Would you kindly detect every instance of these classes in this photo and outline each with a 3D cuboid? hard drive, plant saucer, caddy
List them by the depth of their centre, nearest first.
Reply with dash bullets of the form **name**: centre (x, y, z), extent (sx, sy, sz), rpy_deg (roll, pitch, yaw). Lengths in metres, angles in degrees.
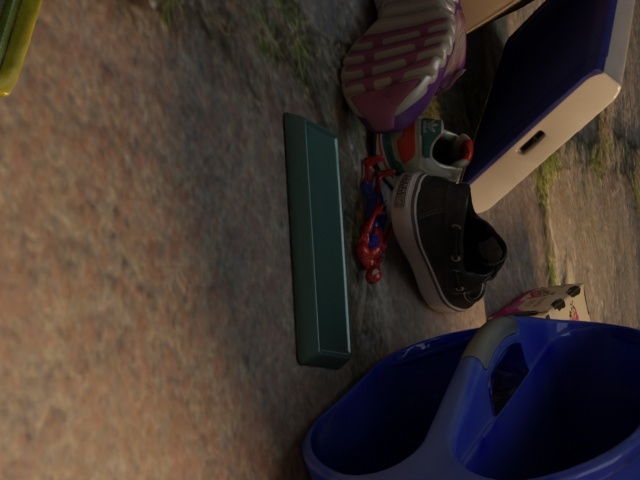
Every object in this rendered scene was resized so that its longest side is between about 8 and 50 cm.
- **caddy**: centre (0.132, 0.147, 0.838), extent (0.341, 0.241, 0.179), rpy_deg (-31, 116, -62)
- **plant saucer**: centre (0.000, 0.000, 0.871), extent (0.067, 0.018, 0.192), rpy_deg (19, 66, -60)
- **hard drive**: centre (0.251, -0.189, 1.231), extent (0.040, 0.210, 0.318), rpy_deg (36, 41, -11)

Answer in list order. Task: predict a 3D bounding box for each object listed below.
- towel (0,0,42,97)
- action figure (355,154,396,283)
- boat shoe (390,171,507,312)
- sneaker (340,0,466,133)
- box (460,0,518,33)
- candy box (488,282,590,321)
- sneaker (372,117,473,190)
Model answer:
- **towel**: centre (-0.207, -0.155, 0.465), extent (0.237, 0.021, 0.102), rpy_deg (32, 57, -44)
- **action figure**: centre (0.047, -0.016, 0.959), extent (0.038, 0.030, 0.115), rpy_deg (50, 41, -53)
- **boat shoe**: centre (0.128, 0.006, 1.021), extent (0.228, 0.076, 0.080), rpy_deg (57, 43, -56)
- **sneaker**: centre (0.088, -0.163, 1.024), extent (0.236, 0.095, 0.104), rpy_deg (-72, 150, -45)
- **box**: centre (0.197, -0.310, 1.172), extent (0.126, 0.149, 0.232), rpy_deg (58, 33, -3)
- **candy box**: centre (0.260, 0.176, 1.260), extent (0.159, 0.071, 0.233), rpy_deg (-18, 98, -63)
- **sneaker**: centre (0.110, -0.060, 1.041), extent (0.161, 0.075, 0.057), rpy_deg (44, 44, -50)
